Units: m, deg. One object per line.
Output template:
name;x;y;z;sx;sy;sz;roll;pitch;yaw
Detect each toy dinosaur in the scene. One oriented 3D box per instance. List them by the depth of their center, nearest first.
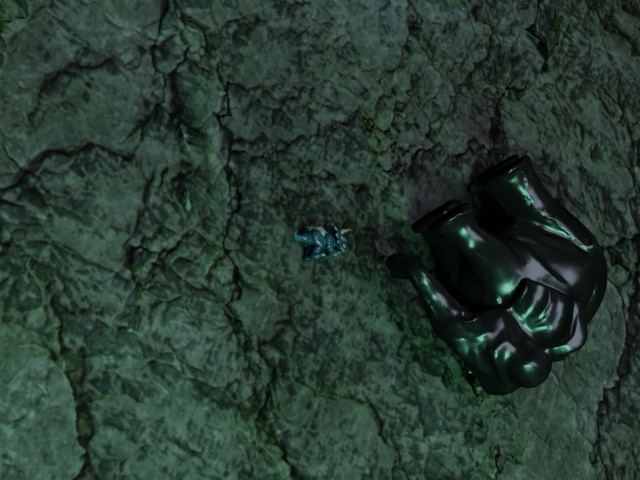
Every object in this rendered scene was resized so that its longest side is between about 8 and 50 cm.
toy dinosaur;0.000;0.000;1.897;0.083;0.030;0.047;-5;80;-36

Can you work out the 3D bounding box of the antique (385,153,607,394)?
antique;0.254;0.044;1.969;0.322;0.185;0.255;-34;96;-40
